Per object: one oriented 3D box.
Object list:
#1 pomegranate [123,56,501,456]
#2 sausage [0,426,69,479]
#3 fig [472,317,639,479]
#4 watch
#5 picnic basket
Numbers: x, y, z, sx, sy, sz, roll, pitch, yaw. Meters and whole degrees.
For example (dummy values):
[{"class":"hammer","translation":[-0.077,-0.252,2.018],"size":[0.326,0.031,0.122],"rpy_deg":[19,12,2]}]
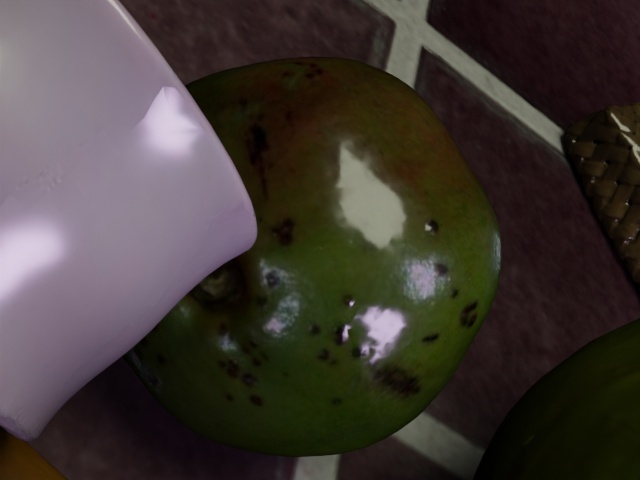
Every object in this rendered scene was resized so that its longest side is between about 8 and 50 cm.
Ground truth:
[{"class":"pomegranate","translation":[0.000,0.000,0.592],"size":[0.181,0.181,0.224],"rpy_deg":[54,24,1]},{"class":"sausage","translation":[-0.112,0.134,0.436],"size":[0.328,0.112,0.112],"rpy_deg":[48,41,-2]},{"class":"fig","translation":[0.214,0.188,0.582],"size":[0.316,0.316,0.316],"rpy_deg":[24,48,-30]},{"class":"watch","translation":[-0.146,-0.042,0.429],"size":[0.211,0.248,0.217],"rpy_deg":[-42,106,-14]},{"class":"picnic basket","translation":[0.255,-0.015,0.923],"size":[0.110,0.055,0.193],"rpy_deg":[-12,73,-47]}]
